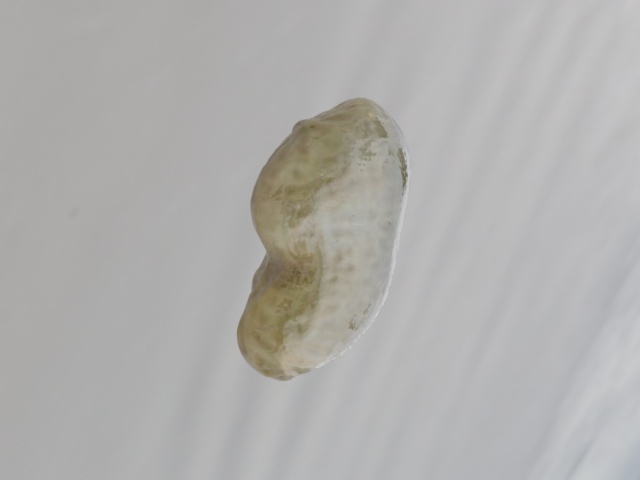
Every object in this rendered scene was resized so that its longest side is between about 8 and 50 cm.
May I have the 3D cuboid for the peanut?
[{"bbox_3d":[0.000,0.000,1.667,0.122,0.137,0.253,-150,-113,-70],"label":"peanut"}]
